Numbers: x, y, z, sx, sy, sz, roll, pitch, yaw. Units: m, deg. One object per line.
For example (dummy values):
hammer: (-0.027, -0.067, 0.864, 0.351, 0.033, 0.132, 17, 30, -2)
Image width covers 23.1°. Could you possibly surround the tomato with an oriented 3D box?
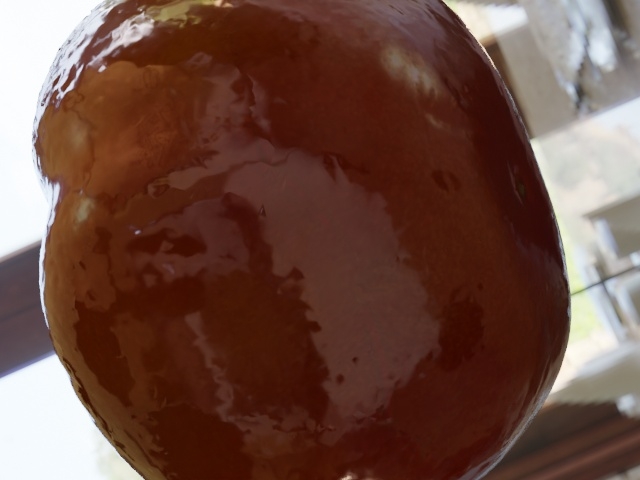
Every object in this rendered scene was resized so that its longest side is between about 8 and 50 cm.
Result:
tomato: (-0.001, 0.001, 0.634, 0.260, 0.180, 0.259, 49, -149, -43)
